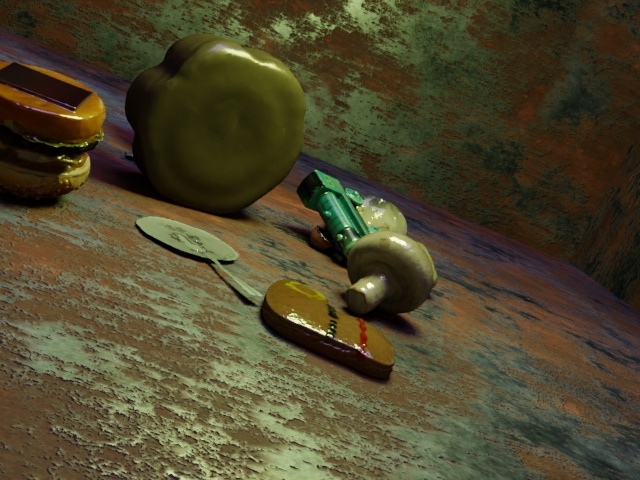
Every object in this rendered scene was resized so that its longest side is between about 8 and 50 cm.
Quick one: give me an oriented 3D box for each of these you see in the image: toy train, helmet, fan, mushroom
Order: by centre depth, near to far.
[{"bbox_3d":[-0.244,0.029,1.497,0.233,0.012,0.415,12,15,-40],"label":"fan"},{"bbox_3d":[0.149,0.075,1.618,0.206,0.206,0.209,29,13,20],"label":"mushroom"},{"bbox_3d":[0.000,0.002,1.975,0.084,0.049,0.065,55,10,34],"label":"helmet"},{"bbox_3d":[0.063,-0.056,2.005,0.194,0.120,0.298,20,32,-46],"label":"toy train"}]

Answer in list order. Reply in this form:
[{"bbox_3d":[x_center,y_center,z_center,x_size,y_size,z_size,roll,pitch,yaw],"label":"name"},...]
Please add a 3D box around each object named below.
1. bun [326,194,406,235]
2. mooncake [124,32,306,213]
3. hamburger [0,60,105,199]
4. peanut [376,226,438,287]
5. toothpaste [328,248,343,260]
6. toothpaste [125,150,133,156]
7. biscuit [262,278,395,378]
[{"bbox_3d":[0.147,-0.061,2.247,0.273,0.168,0.273,16,9,-3],"label":"bun"},{"bbox_3d":[-0.277,-0.308,1.867,0.467,0.467,0.262,14,20,-37],"label":"mooncake"},{"bbox_3d":[-0.569,-0.208,1.399,0.291,0.225,0.291,21,20,-8],"label":"hamburger"},{"bbox_3d":[0.226,0.045,2.034,0.274,0.125,0.111,34,16,36],"label":"peanut"},{"bbox_3d":[0.041,0.038,1.984,0.024,0.015,0.083,27,5,-24],"label":"toothpaste"},{"bbox_3d":[-0.457,-0.234,2.113,0.234,0.057,0.089,13,10,-20],"label":"toothpaste"},{"bbox_3d":[0.022,0.155,1.379,0.277,0.052,0.262,25,13,4],"label":"biscuit"}]
